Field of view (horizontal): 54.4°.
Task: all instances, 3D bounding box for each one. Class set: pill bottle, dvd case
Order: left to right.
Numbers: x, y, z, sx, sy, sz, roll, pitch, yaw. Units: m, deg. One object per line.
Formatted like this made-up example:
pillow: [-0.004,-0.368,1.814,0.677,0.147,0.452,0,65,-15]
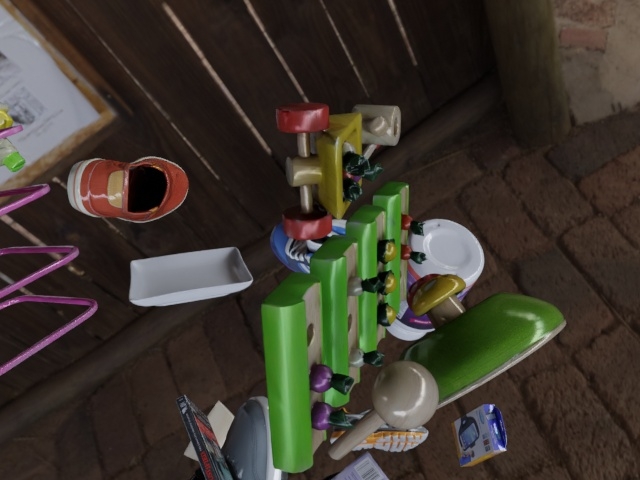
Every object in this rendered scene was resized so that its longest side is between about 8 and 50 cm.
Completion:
dvd case: [-0.104,0.215,0.602,0.013,0.087,0.119,-27,62,-9]
pill bottle: [0.150,0.066,0.897,0.108,0.194,0.108,6,54,-8]

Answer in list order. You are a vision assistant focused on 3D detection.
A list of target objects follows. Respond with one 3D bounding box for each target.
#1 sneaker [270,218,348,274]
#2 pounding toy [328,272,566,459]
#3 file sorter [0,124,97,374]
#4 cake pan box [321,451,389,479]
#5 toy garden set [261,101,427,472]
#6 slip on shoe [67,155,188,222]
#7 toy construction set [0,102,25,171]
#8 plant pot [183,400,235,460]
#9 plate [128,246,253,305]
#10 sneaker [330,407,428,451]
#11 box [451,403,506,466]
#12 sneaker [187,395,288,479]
sneaker: [0.000,0.001,1.168,0.322,0.236,0.130,23,81,29]
pounding toy: [0.105,0.089,0.588,0.236,0.183,0.110,-24,75,-31]
file sorter: [-0.387,-0.016,0.630,0.202,0.291,0.182,-2,24,34]
cake pan box: [0.076,0.621,1.314,0.245,0.070,0.267,-31,63,-22]
toy garden set: [0.035,-0.001,0.420,0.049,0.204,0.244,6,23,20]
slip on shoe: [-0.304,-0.089,1.092,0.101,0.331,0.123,5,95,12]
toy construction set: [-0.608,-0.102,0.956,0.327,0.151,0.215,-30,0,-14]
plant pot: [-0.231,0.449,1.407,0.096,0.109,0.109,34,48,3]
plate: [-0.319,0.090,1.513,0.277,0.045,0.277,-9,18,-14]
sneaker: [0.129,0.410,1.365,0.214,0.084,0.083,4,47,-3]
box: [0.282,0.346,1.107,0.028,0.136,0.081,2,58,-17]
sneaker: [-0.153,0.311,0.686,0.123,0.178,0.296,12,87,58]
